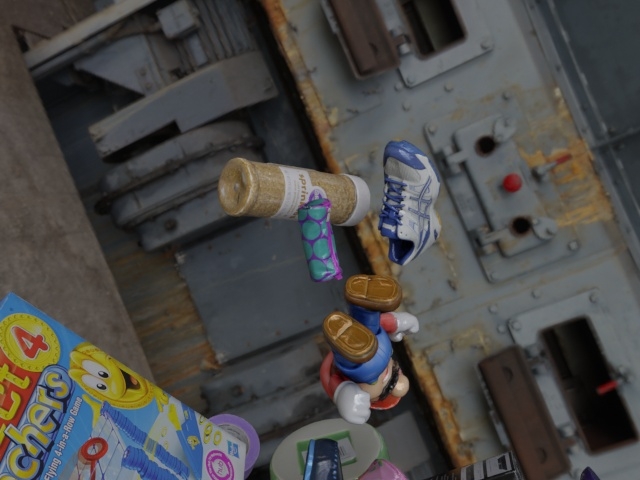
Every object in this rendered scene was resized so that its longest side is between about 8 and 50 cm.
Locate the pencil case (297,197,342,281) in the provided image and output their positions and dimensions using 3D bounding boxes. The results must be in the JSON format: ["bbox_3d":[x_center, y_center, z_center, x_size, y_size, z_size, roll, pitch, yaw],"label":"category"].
[{"bbox_3d":[0.000,0.000,1.202,0.064,0.070,0.152,-23,106,-49],"label":"pencil case"}]

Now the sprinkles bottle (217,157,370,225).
[{"bbox_3d":[-0.049,-0.100,1.386,0.355,0.121,0.121,3,61,-44],"label":"sprinkles bottle"}]

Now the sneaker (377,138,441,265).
[{"bbox_3d":[0.175,-0.067,1.317,0.111,0.131,0.296,23,-33,40],"label":"sneaker"}]

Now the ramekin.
[{"bbox_3d":[0.028,0.544,1.460,0.303,0.303,0.148,-73,152,-71],"label":"ramekin"}]

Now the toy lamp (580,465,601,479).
[{"bbox_3d":[0.372,0.497,1.112,0.080,0.274,0.080,47,13,-15],"label":"toy lamp"}]

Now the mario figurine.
[{"bbox_3d":[0.093,0.184,0.979,0.170,0.198,0.321,59,-12,30],"label":"mario figurine"}]

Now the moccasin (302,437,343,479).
[{"bbox_3d":[0.032,0.454,0.972,0.138,0.116,0.342,-68,157,-68],"label":"moccasin"}]

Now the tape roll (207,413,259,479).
[{"bbox_3d":[-0.274,0.604,1.831,0.189,0.188,0.080,-101,-156,-43],"label":"tape roll"}]

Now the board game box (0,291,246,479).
[{"bbox_3d":[-0.208,0.243,0.530,0.302,0.086,0.308,42,24,-26],"label":"board game box"}]

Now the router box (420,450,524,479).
[{"bbox_3d":[0.196,0.465,0.822,0.081,0.242,0.309,-1,69,-77],"label":"router box"}]

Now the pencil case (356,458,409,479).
[{"bbox_3d":[0.066,0.553,1.223,0.124,0.284,0.124,40,-19,17],"label":"pencil case"}]
